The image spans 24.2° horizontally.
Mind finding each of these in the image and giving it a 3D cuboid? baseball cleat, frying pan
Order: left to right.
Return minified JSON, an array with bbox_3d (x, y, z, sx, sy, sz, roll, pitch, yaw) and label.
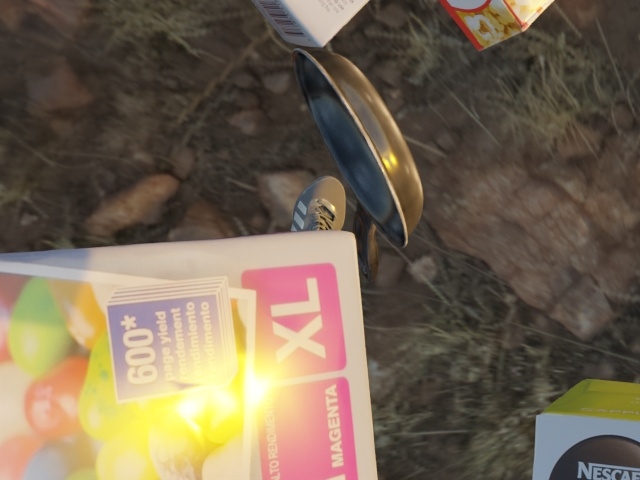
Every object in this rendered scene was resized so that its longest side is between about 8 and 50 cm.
[{"bbox_3d":[0.000,0.000,1.776,0.072,0.109,0.206,39,57,-24],"label":"baseball cleat"},{"bbox_3d":[0.054,-0.039,1.346,0.053,0.326,0.197,-30,40,-7],"label":"frying pan"}]

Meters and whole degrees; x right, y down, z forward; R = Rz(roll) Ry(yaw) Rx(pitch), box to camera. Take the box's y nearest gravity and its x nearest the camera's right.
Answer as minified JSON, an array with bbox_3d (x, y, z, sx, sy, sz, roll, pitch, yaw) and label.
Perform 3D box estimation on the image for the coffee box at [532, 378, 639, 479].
[{"bbox_3d":[0.423,0.346,1.675,0.337,0.338,0.334,4,92,18],"label":"coffee box"}]

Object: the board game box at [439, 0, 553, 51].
[{"bbox_3d":[0.069,-0.207,0.672,0.147,0.045,0.193,-43,100,-20],"label":"board game box"}]

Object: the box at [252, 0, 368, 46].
[{"bbox_3d":[-0.005,-0.238,1.126,0.137,0.072,0.126,-46,114,-9],"label":"box"}]

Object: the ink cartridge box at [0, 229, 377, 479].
[{"bbox_3d":[-0.112,0.097,0.455,0.065,0.311,0.186,-7,88,52],"label":"ink cartridge box"}]
